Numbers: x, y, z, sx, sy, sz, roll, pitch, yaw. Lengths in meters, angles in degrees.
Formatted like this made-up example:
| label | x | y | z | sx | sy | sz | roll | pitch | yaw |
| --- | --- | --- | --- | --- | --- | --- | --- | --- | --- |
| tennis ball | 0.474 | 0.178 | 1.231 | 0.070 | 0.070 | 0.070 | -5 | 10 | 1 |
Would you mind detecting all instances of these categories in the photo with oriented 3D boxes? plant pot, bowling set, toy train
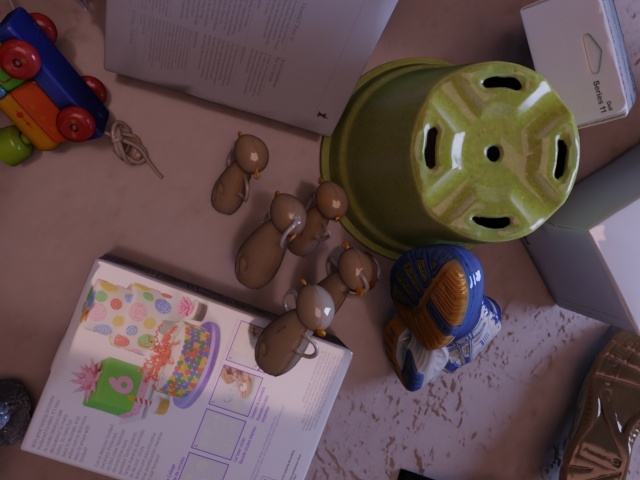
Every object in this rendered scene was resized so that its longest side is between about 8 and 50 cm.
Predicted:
| label | x | y | z | sx | sy | sz | roll | pitch | yaw |
| --- | --- | --- | --- | --- | --- | --- | --- | --- | --- |
| plant pot | 0.155 | -0.097 | 0.782 | 0.276 | 0.254 | 0.276 | -1 | 94 | -9 |
| bowling set | 0.000 | 0.000 | 0.791 | 0.200 | 0.154 | 0.287 | -6 | 61 | -32 |
| toy train | -0.317 | -0.129 | 0.789 | 0.143 | 0.105 | 0.248 | -26 | 126 | 12 |

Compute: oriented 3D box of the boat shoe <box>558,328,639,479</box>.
| label | x | y | z | sx | sy | sz | roll | pitch | yaw |
| --- | --- | --- | --- | --- | --- | --- | --- | --- | --- |
| boat shoe | 0.402 | 0.238 | 0.937 | 0.104 | 0.089 | 0.285 | 30 | 78 | 14 |

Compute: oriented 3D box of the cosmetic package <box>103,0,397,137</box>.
| label | x | y | z | sx | sy | sz | roll | pitch | yaw |
| --- | --- | --- | --- | --- | --- | --- | --- | --- | --- |
| cosmetic package | -0.061 | -0.289 | 0.680 | 0.284 | 0.377 | 0.097 | 17 | 56 | -10 |

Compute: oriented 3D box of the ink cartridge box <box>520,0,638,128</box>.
| label | x | y | z | sx | sy | sz | roll | pitch | yaw |
| --- | --- | --- | --- | --- | --- | --- | --- | --- | --- |
| ink cartridge box | 0.321 | -0.224 | 0.820 | 0.087 | 0.208 | 0.153 | -13 | 98 | 30 |

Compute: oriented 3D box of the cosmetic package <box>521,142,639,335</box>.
| label | x | y | z | sx | sy | sz | roll | pitch | yaw |
| --- | --- | --- | --- | --- | --- | --- | --- | --- | --- |
| cosmetic package | 0.468 | -0.052 | 0.868 | 0.365 | 0.197 | 0.155 | -32 | 100 | -4 |

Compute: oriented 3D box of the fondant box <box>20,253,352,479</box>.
| label | x | y | z | sx | sy | sz | roll | pitch | yaw |
| --- | --- | --- | --- | --- | --- | --- | --- | --- | --- |
| fondant box | -0.157 | 0.184 | 0.833 | 0.330 | 0.096 | 0.238 | 22 | 90 | -12 |

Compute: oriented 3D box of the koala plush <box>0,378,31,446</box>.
| label | x | y | z | sx | sy | sz | roll | pitch | yaw |
| --- | --- | --- | --- | --- | --- | --- | --- | --- | --- |
| koala plush | -0.450 | 0.292 | 0.757 | 0.196 | 0.203 | 0.221 | 7 | 105 | -10 |

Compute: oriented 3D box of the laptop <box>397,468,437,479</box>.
| label | x | y | z | sx | sy | sz | roll | pitch | yaw |
| --- | --- | --- | --- | --- | --- | --- | --- | --- | --- |
| laptop | 0.226 | 0.460 | 0.961 | 0.264 | 0.136 | 0.234 | 11 | 94 | -36 |

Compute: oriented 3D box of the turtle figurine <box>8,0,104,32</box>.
| label | x | y | z | sx | sy | sz | roll | pitch | yaw |
| --- | --- | --- | --- | --- | --- | --- | --- | --- | --- |
| turtle figurine | -0.317 | -0.348 | 0.751 | 0.118 | 0.175 | 0.234 | -55 | 135 | -34 |

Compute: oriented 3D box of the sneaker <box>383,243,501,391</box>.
| label | x | y | z | sx | sy | sz | roll | pitch | yaw |
| --- | --- | --- | --- | --- | --- | --- | --- | --- | --- |
| sneaker | 0.157 | 0.078 | 0.803 | 0.131 | 0.296 | 0.112 | -19 | 64 | -13 |
